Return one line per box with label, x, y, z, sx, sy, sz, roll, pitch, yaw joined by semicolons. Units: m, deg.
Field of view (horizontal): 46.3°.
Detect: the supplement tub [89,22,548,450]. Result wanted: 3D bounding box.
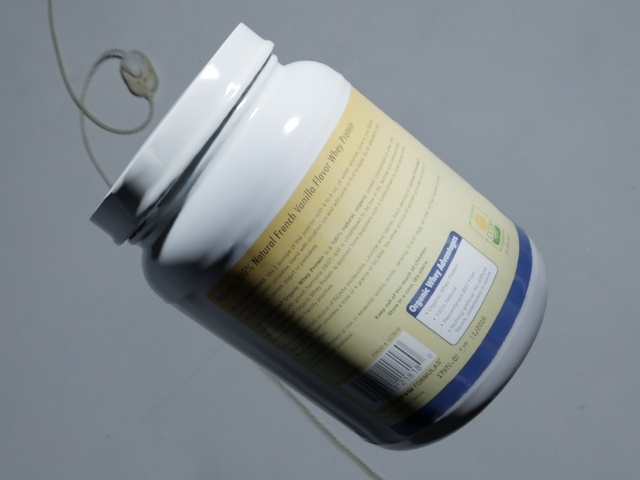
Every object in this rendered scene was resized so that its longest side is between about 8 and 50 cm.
supplement tub;0.000;0.000;0.613;0.316;0.228;0.228;38;88;-15
